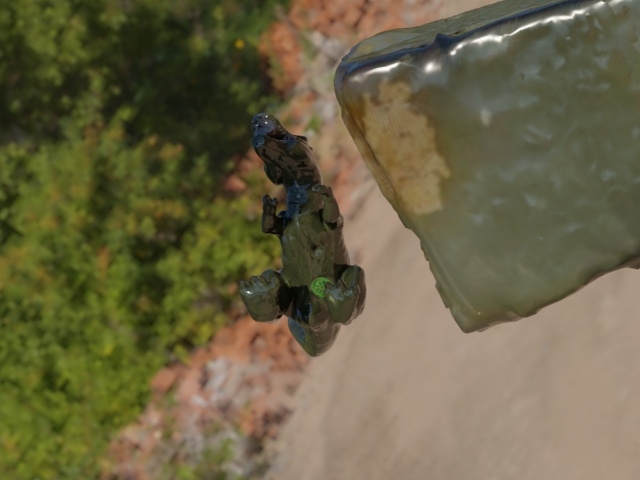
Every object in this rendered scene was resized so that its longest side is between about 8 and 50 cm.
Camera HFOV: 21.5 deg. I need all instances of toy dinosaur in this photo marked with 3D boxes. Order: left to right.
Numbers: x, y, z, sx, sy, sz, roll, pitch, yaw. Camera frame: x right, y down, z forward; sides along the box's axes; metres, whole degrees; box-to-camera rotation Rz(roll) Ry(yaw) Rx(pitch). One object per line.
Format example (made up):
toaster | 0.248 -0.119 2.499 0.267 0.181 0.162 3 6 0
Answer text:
toy dinosaur | 0.000 0.000 1.201 0.179 0.087 0.187 -42 -47 -75

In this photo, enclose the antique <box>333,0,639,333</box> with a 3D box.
antique | 0.166 -0.077 0.769 0.284 0.150 0.125 -23 11 21
